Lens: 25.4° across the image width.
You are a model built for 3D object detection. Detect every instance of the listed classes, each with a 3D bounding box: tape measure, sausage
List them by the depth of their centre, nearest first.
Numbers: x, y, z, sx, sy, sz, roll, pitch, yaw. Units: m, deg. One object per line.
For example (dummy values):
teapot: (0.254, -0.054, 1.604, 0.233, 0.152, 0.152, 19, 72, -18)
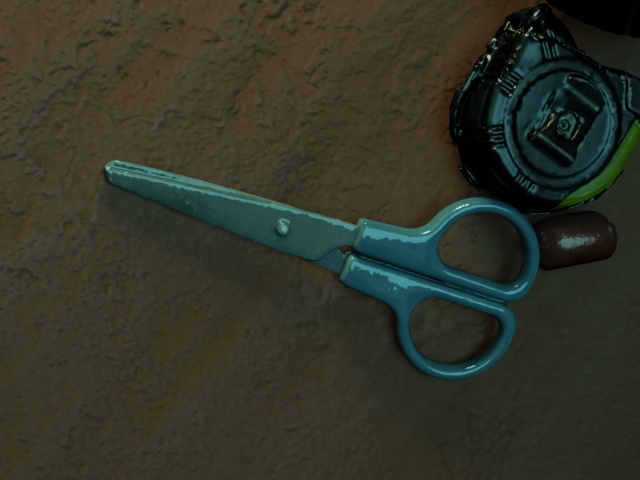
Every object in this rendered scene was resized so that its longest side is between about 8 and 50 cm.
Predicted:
tape measure: (0.233, -0.117, 1.434, 0.199, 0.112, 0.186, 31, 87, -15)
sausage: (0.262, -0.002, 1.474, 0.094, 0.059, 0.054, -10, 84, -11)

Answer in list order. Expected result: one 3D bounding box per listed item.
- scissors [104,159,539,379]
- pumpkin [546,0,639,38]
scissors: (0.000, 0.000, 1.406, 0.447, 0.029, 0.192, 19, 100, -13)
pumpkin: (0.315, -0.320, 1.362, 0.248, 0.248, 0.248, -1, 94, -17)
